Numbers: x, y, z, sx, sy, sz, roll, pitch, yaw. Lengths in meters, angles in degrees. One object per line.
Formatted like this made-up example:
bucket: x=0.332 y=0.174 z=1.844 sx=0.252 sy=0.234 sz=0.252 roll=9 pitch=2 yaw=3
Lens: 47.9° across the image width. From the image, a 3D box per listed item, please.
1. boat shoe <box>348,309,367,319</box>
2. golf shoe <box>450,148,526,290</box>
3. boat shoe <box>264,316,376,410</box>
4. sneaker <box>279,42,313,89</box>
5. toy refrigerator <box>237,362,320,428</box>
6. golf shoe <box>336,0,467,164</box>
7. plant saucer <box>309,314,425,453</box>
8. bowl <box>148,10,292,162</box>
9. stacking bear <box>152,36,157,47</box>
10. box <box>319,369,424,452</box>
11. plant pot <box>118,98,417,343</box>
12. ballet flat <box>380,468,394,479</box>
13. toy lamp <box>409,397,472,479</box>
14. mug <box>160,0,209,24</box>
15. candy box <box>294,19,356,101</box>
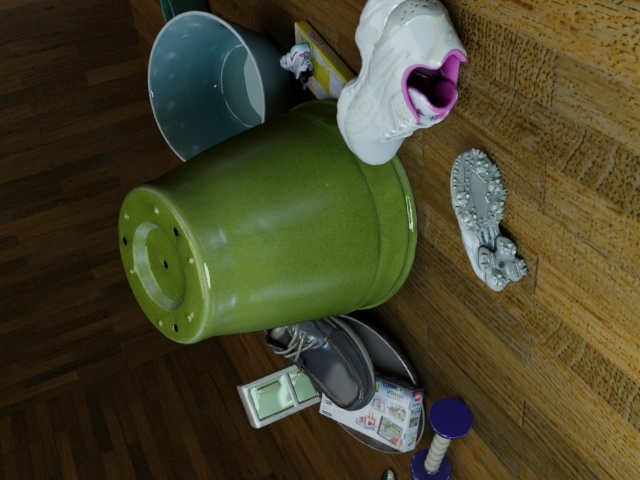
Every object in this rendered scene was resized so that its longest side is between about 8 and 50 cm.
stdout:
boat shoe: x=0.038 y=0.146 z=1.518 sx=0.095 sy=0.095 sz=0.257 roll=65 pitch=151 yaw=26
golf shoe: x=0.189 y=-0.025 z=0.887 sx=0.086 sy=0.069 sz=0.176 roll=-154 pitch=47 yaw=-75
boat shoe: x=-0.043 y=0.174 z=1.328 sx=0.355 sy=0.130 sz=0.132 roll=48 pitch=119 yaw=26
sneaker: x=-0.038 y=-0.290 z=1.233 sx=0.098 sy=0.038 sz=0.069 roll=164 pitch=88 yaw=-73
toy refrigerator: x=-0.047 y=0.334 z=1.672 sx=0.094 sy=0.269 sz=0.102 roll=144 pitch=106 yaw=-73
golf shoe: x=0.100 y=-0.177 z=0.913 sx=0.140 sy=0.115 sz=0.306 roll=58 pitch=161 yaw=25
plant saucer: x=0.089 y=0.271 z=1.412 sx=0.310 sy=0.050 sz=0.311 roll=28 pitch=134 yaw=34
bowl: x=-0.177 y=-0.297 z=1.429 sx=0.311 sy=0.163 sz=0.311 roll=15 pitch=115 yaw=34
stacking bear: x=-0.238 y=-0.387 z=1.658 sx=0.289 sy=0.175 sz=0.164 roll=39 pitch=154 yaw=46
box: x=0.090 y=0.296 z=1.324 sx=0.207 sy=0.036 sz=0.114 roll=15 pitch=99 yaw=43
plant pot: x=-0.102 y=-0.008 z=1.119 sx=0.366 sy=0.353 sz=0.366 roll=22 pitch=122 yaw=41
ballet flat: x=0.166 y=0.607 z=1.737 sx=0.057 sy=0.049 sz=0.173 roll=-79 pitch=-9 yaw=-50
toy lamp: x=0.204 y=0.372 z=1.266 sx=0.080 sy=0.080 sz=0.275 roll=58 pitch=161 yaw=34
mug: x=-0.346 y=-0.588 z=1.846 sx=0.158 sy=0.097 sz=0.129 roll=-134 pitch=28 yaw=-54
candy box: x=0.009 y=-0.277 z=1.216 sx=0.105 sy=0.027 sz=0.206 roll=86 pitch=157 yaw=-48
